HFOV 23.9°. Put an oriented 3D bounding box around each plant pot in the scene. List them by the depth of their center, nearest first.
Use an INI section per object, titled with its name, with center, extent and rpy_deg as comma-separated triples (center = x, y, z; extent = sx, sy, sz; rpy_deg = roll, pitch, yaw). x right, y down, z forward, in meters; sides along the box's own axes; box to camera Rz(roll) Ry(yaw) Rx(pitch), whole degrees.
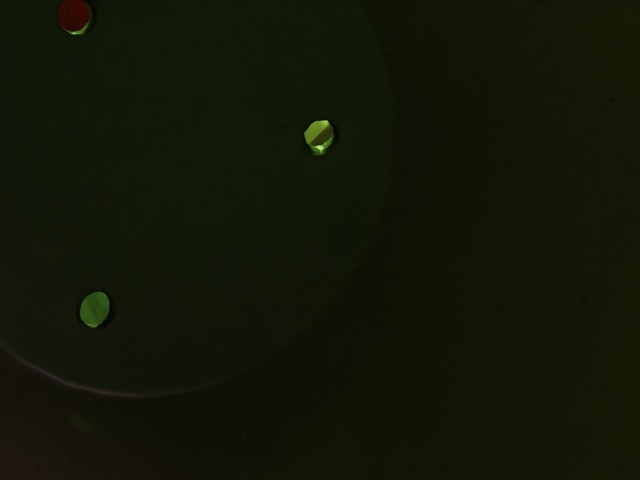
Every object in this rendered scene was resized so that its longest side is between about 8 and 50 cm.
[plant pot]
center = 0.000, 0.000, 0.322
extent = 0.284, 0.284, 0.191
rpy_deg = 53, -12, -28

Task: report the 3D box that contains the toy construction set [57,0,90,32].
[toy construction set]
center = -0.011, -0.168, 0.654
extent = 0.237, 0.257, 0.309
rpy_deg = 58, -5, 50

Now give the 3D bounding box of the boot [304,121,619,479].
[boot]
center = 0.061, 0.072, 0.516
extent = 0.295, 0.104, 0.211
rpy_deg = 49, -2, 24
